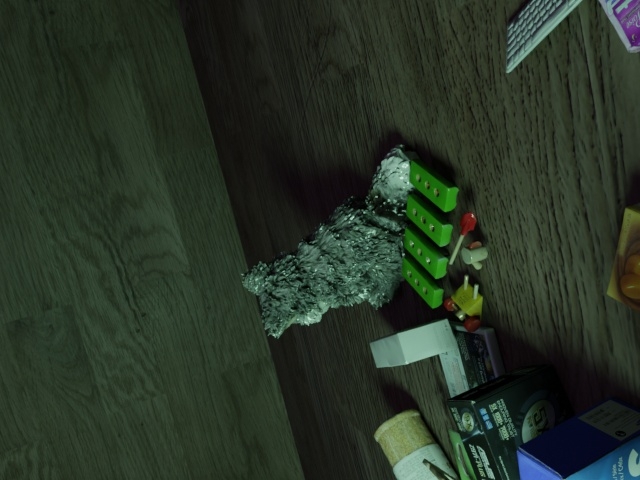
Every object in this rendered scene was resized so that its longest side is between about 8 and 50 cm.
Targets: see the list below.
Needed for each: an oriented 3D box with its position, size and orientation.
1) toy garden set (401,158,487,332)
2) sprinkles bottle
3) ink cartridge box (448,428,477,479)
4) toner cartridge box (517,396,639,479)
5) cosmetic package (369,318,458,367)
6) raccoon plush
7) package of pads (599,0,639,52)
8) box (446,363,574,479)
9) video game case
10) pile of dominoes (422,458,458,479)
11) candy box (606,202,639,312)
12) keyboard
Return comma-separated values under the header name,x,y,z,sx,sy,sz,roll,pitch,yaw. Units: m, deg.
name,x,y,z,sx,sy,sz,roll,pitch,yaw
toy garden set,0.215,0.012,0.915,0.204,0.049,0.244,-128,29,-48
sprinkles bottle,0.244,0.533,1.144,0.121,0.121,0.355,96,150,-48
ink cartridge box,0.311,0.387,0.935,0.209,0.062,0.108,171,82,-70
toner cartridge box,0.351,0.389,0.684,0.075,0.165,0.347,20,125,66
cosmetic package,0.169,0.200,1.054,0.239,0.099,0.060,116,136,-74
raccoon plush,0.000,0.000,1.098,0.446,0.299,0.216,93,153,-42
package of pads,0.297,-0.226,0.519,0.050,0.032,0.083,126,125,-69
box,0.289,0.289,0.789,0.077,0.147,0.180,136,116,-68
video game case,0.272,0.239,0.980,0.173,0.022,0.190,172,82,-70
pile of dominoes,0.285,0.461,0.871,0.251,0.040,0.196,35,174,-8
candy box,0.371,0.044,0.515,0.187,0.053,0.109,42,143,53
keyboard,0.262,-0.270,0.554,0.256,0.014,0.072,131,155,-67
